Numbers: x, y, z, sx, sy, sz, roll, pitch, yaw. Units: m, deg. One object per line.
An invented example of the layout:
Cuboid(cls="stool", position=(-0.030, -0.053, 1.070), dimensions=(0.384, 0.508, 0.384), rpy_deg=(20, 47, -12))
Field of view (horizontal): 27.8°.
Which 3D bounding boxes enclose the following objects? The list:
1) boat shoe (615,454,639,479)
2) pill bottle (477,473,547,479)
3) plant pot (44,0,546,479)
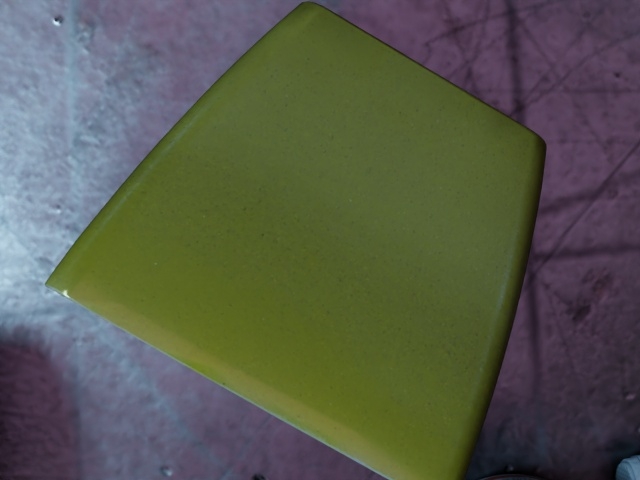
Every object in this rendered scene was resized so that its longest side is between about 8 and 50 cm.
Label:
Cuboid(cls="boat shoe", position=(0.220, 0.242, 0.774), dimensions=(0.075, 0.083, 0.226), rpy_deg=(-1, 96, 0))
Cuboid(cls="pill bottle", position=(0.121, 0.215, 0.699), dimensions=(0.124, 0.221, 0.124), rpy_deg=(0, 97, -1))
Cuboid(cls="plant pot", position=(0.000, 0.000, 0.689), dimensions=(0.212, 0.212, 0.187), rpy_deg=(30, 83, -5))
